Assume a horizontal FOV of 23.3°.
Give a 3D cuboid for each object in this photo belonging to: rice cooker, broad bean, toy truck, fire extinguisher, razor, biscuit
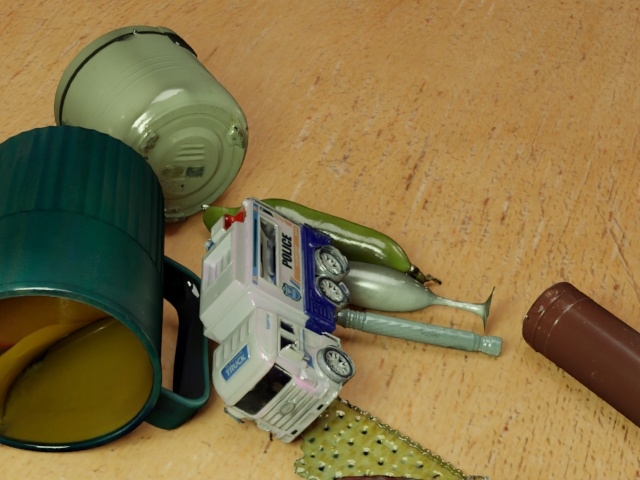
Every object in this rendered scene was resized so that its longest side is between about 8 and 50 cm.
[{"bbox_3d":[-0.227,-0.155,2.056,0.226,0.226,0.244,-17,44,-31],"label":"rice cooker"},{"bbox_3d":[-0.002,0.000,2.000,0.325,0.075,0.067,15,34,10],"label":"broad bean"},{"bbox_3d":[-0.058,0.088,1.771,0.155,0.124,0.268,30,32,-23],"label":"toy truck"},{"bbox_3d":[0.367,0.152,1.844,0.104,0.105,0.269,-22,45,-36],"label":"fire extinguisher"},{"bbox_3d":[0.108,0.107,1.896,0.232,0.068,0.106,10,36,-7],"label":"razor"},{"bbox_3d":[0.057,0.251,1.714,0.203,0.016,0.144,29,40,24],"label":"biscuit"}]

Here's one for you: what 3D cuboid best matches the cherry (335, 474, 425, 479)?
[{"bbox_3d":[0.085,0.328,1.456,0.230,0.203,0.300,-15,34,-20],"label":"cherry"}]

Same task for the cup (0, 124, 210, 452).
[{"bbox_3d":[-0.258,0.048,1.708,0.307,0.242,0.292,7,40,-10],"label":"cup"}]

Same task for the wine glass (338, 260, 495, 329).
[{"bbox_3d":[0.116,0.066,1.944,0.198,0.066,0.066,12,36,4],"label":"wine glass"}]

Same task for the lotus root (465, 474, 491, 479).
[{"bbox_3d":[0.174,0.292,1.670,0.037,0.030,0.083,1,40,-16],"label":"lotus root"}]
